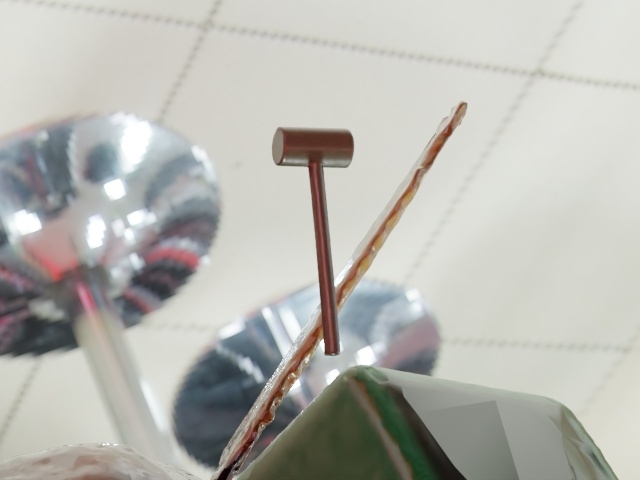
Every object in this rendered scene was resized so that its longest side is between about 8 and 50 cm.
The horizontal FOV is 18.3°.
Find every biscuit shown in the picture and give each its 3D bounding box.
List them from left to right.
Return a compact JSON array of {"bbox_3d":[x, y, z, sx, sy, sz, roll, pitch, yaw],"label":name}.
[{"bbox_3d":[0.011,0.027,1.082,0.237,0.013,0.232,-57,179,0],"label":"biscuit"}]

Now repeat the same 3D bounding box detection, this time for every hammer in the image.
[{"bbox_3d":[0.000,0.000,0.915,0.035,0.110,0.019,2,162,-20],"label":"hammer"}]

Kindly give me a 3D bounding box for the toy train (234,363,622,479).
[{"bbox_3d":[0.065,0.176,0.768,0.429,0.178,0.249,13,129,-40],"label":"toy train"}]

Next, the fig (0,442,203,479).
[{"bbox_3d":[-0.109,0.219,0.990,0.224,0.263,0.224,-12,130,-15],"label":"fig"}]
